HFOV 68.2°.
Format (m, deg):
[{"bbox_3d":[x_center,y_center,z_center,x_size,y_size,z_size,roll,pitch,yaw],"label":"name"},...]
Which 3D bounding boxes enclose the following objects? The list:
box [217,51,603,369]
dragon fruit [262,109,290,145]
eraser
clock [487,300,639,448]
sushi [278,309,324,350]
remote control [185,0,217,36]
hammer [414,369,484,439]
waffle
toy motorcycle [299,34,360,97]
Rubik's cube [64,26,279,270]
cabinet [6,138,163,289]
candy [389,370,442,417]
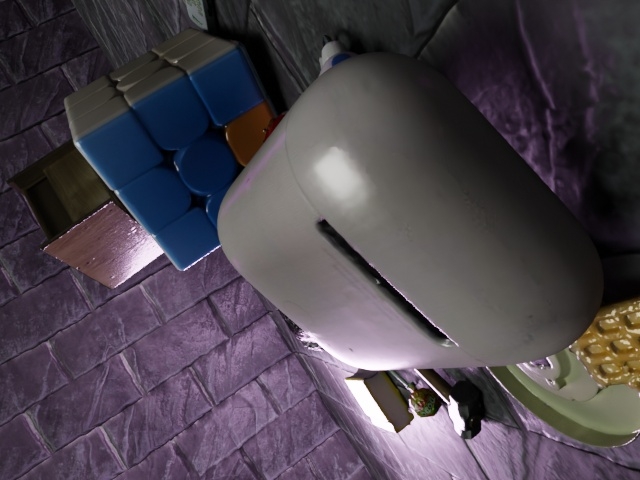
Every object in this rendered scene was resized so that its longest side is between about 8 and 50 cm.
[{"bbox_3d":[0.050,0.008,0.460,0.288,0.141,0.349,44,150,-10],"label":"box"},{"bbox_3d":[-0.017,-0.156,0.694,0.190,0.094,0.094,-12,111,50],"label":"dragon fruit"},{"bbox_3d":[0.149,0.412,1.237,0.158,0.069,0.226,55,164,7],"label":"eraser"},{"bbox_3d":[0.236,0.115,0.512,0.235,0.029,0.235,51,162,23],"label":"clock"},{"bbox_3d":[-0.041,0.203,1.310,0.225,0.124,0.127,42,157,42],"label":"sushi"},{"bbox_3d":[-0.213,-0.431,0.819,0.065,0.029,0.166,46,161,16],"label":"remote control"},{"bbox_3d":[0.159,0.209,0.894,0.365,0.043,0.111,41,157,47],"label":"hammer"},{"bbox_3d":[0.256,0.081,0.358,0.092,0.021,0.135,55,150,7],"label":"waffle"},{"bbox_3d":[0.045,-0.119,0.540,0.150,0.102,0.221,-108,-2,-64],"label":"toy motorcycle"},{"bbox_3d":[-0.247,-0.179,0.874,0.291,0.291,0.291,40,163,50],"label":"Rubik's cube"},{"bbox_3d":[-0.429,-0.045,0.899,0.175,0.148,0.215,49,172,24],"label":"cabinet"},{"bbox_3d":[0.185,0.309,0.998,0.061,0.060,0.201,62,170,-15],"label":"candy"}]
